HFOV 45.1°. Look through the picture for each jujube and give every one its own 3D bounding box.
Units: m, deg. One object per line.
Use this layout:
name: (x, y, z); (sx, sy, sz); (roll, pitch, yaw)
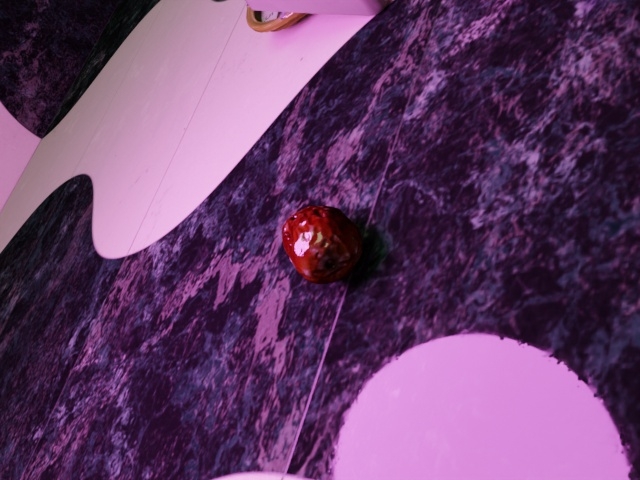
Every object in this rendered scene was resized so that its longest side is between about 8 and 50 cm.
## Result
jujube: (0.000, 0.000, 0.811); (0.077, 0.077, 0.129); (-53, 18, 5)

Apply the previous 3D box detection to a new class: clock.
clock: (-0.031, -0.439, 1.308); (0.237, 0.057, 0.237); (-31, 41, 31)

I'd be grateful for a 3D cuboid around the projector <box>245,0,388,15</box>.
projector: (0.030, -0.452, 1.153); (0.259, 0.079, 0.257); (15, 73, 36)
